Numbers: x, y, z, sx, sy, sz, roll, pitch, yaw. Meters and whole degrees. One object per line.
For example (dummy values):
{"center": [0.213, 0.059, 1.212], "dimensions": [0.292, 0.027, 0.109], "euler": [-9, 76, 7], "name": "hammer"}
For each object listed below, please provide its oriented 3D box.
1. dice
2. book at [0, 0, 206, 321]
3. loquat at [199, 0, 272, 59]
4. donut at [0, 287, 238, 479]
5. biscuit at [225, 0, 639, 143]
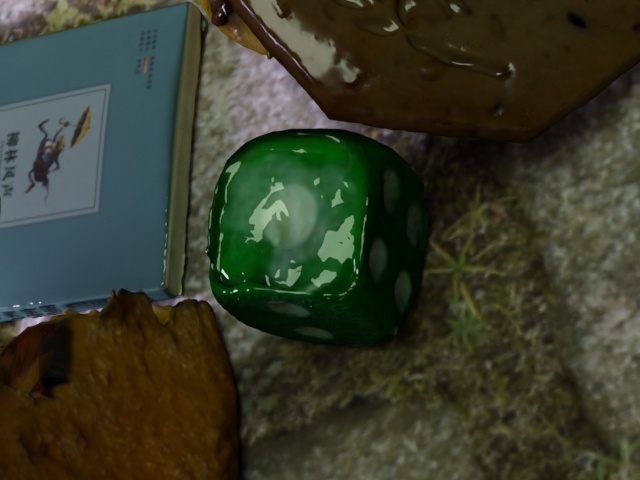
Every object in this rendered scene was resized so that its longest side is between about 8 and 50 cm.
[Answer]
{"center": [0.000, 0.000, 1.222], "dimensions": [0.130, 0.120, 0.128], "euler": [0, 68, 27], "name": "dice"}
{"center": [-0.274, -0.054, 1.451], "dimensions": [0.379, 0.031, 0.264], "euler": [-7, 67, 26], "name": "book"}
{"center": [-0.015, -0.231, 1.314], "dimensions": [0.172, 0.149, 0.204], "euler": [20, 63, 34], "name": "loquat"}
{"center": [-0.256, 0.092, 1.136], "dimensions": [0.163, 0.435, 0.378], "euler": [-32, 24, 26], "name": "donut"}
{"center": [0.093, -0.233, 1.217], "dimensions": [0.359, 0.046, 0.359], "euler": [1, 69, -4], "name": "biscuit"}
